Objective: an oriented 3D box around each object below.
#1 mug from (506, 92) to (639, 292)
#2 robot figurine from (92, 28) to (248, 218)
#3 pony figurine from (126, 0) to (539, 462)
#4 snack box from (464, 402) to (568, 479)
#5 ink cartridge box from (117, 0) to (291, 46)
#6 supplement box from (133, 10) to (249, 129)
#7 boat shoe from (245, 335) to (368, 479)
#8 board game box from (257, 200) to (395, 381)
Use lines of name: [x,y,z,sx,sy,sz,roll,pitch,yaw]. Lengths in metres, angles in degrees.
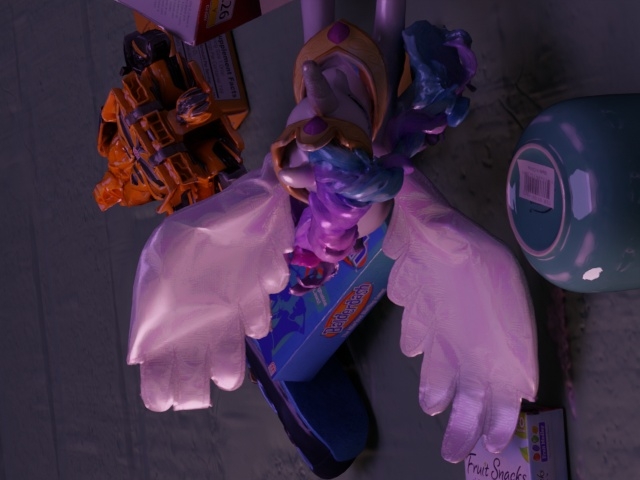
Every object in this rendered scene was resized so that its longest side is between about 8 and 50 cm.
mug: [0.177,-0.023,1.201,0.157,0.097,0.129,118,139,-50]
robot figurine: [-0.132,-0.057,1.587,0.211,0.085,0.291,59,162,13]
pony figurine: [0.014,-0.045,1.334,0.363,0.303,0.351,-80,-9,-55]
snack box: [0.148,0.194,1.379,0.100,0.037,0.141,-1,93,64]
ink cartridge box: [-0.042,-0.358,1.520,0.130,0.272,0.309,32,130,23]
supplement box: [-0.142,-0.217,1.887,0.078,0.080,0.233,134,128,-60]
boat shoe: [-0.042,0.109,1.700,0.089,0.109,0.258,110,147,-49]
board game box: [0.000,0.000,1.600,0.210,0.047,0.160,-52,47,38]
